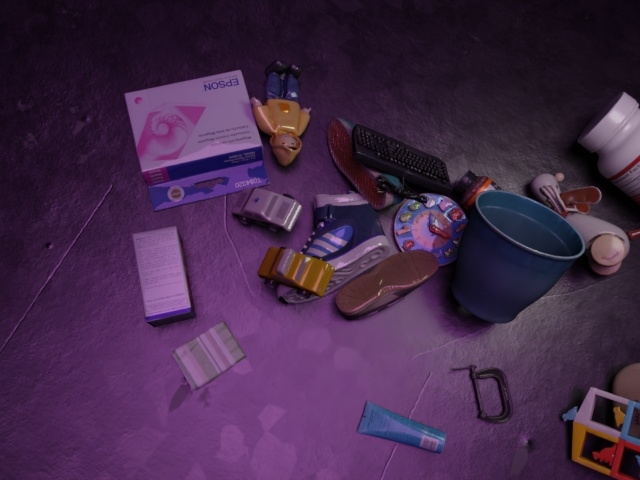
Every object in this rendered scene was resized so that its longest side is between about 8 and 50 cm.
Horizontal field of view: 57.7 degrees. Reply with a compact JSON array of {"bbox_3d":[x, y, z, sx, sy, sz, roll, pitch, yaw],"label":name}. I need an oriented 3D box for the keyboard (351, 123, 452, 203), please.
[{"bbox_3d":[0.219,-0.186,1.524,0.317,0.033,0.201,16,55,-26],"label":"keyboard"}]

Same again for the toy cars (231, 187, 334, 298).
[{"bbox_3d":[-0.110,-0.014,1.432,0.177,0.087,0.393,-30,57,4],"label":"toy cars"}]

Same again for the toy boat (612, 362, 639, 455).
[{"bbox_3d":[0.841,0.428,1.471,0.151,0.151,0.230,15,73,-33],"label":"toy boat"}]

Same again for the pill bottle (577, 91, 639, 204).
[{"bbox_3d":[0.923,-0.210,1.583,0.408,0.229,0.229,41,75,6],"label":"pill bottle"}]

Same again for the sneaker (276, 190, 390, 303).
[{"bbox_3d":[0.000,0.000,1.511,0.323,0.130,0.236,-28,60,2],"label":"sneaker"}]

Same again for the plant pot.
[{"bbox_3d":[0.457,0.054,1.432,0.272,0.255,0.271,13,34,-9],"label":"plant pot"}]

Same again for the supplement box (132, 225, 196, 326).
[{"bbox_3d":[-0.387,0.090,1.439,0.114,0.111,0.219,-13,77,-9],"label":"supplement box"}]

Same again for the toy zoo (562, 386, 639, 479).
[{"bbox_3d":[0.736,0.480,1.403,0.293,0.030,0.192,14,88,39],"label":"toy zoo"}]

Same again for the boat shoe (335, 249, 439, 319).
[{"bbox_3d":[0.172,0.118,1.497,0.285,0.092,0.102,-28,61,-10],"label":"boat shoe"}]

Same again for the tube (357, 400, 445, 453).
[{"bbox_3d":[0.202,0.467,1.432,0.207,0.052,0.080,18,70,5],"label":"tube"}]

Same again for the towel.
[{"bbox_3d":[-0.278,0.286,1.448,0.152,0.023,0.113,-32,83,-15],"label":"towel"}]

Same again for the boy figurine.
[{"bbox_3d":[-0.107,-0.343,1.579,0.177,0.092,0.285,10,68,-28],"label":"boy figurine"}]

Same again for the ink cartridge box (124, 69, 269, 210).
[{"bbox_3d":[-0.330,-0.275,1.564,0.324,0.071,0.329,-15,76,-10],"label":"ink cartridge box"}]

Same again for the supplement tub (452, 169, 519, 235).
[{"bbox_3d":[0.455,-0.102,1.573,0.198,0.106,0.106,41,75,5],"label":"supplement tub"}]

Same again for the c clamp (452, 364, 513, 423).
[{"bbox_3d":[0.422,0.392,1.487,0.137,0.022,0.160,-11,75,-13],"label":"c clamp"}]

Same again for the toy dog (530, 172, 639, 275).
[{"bbox_3d":[0.728,-0.065,1.554,0.161,0.220,0.333,-36,91,9],"label":"toy dog"}]

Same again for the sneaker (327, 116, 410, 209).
[{"bbox_3d":[0.130,-0.215,1.583,0.121,0.108,0.302,-16,66,-38],"label":"sneaker"}]

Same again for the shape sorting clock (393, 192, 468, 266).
[{"bbox_3d":[0.302,-0.030,1.573,0.206,0.040,0.206,1,75,-5],"label":"shape sorting clock"}]
